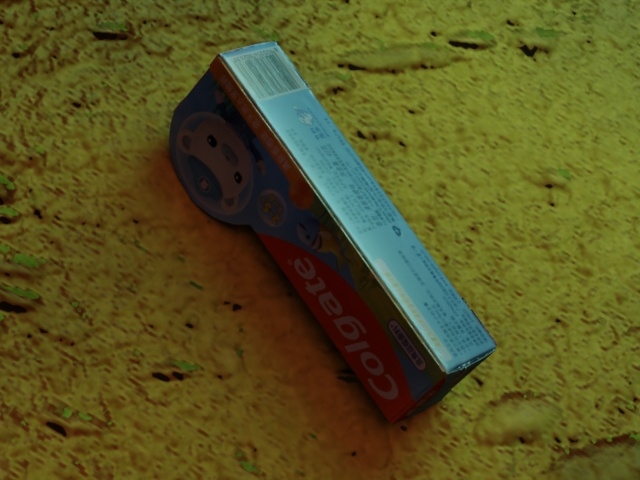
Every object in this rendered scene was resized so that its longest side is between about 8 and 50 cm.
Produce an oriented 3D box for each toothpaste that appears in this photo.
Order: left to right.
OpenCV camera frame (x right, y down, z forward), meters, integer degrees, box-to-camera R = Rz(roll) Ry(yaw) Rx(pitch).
[{"bbox_3d":[0.000,0.000,0.906,0.044,0.070,0.193,-20,70,-48],"label":"toothpaste"}]
